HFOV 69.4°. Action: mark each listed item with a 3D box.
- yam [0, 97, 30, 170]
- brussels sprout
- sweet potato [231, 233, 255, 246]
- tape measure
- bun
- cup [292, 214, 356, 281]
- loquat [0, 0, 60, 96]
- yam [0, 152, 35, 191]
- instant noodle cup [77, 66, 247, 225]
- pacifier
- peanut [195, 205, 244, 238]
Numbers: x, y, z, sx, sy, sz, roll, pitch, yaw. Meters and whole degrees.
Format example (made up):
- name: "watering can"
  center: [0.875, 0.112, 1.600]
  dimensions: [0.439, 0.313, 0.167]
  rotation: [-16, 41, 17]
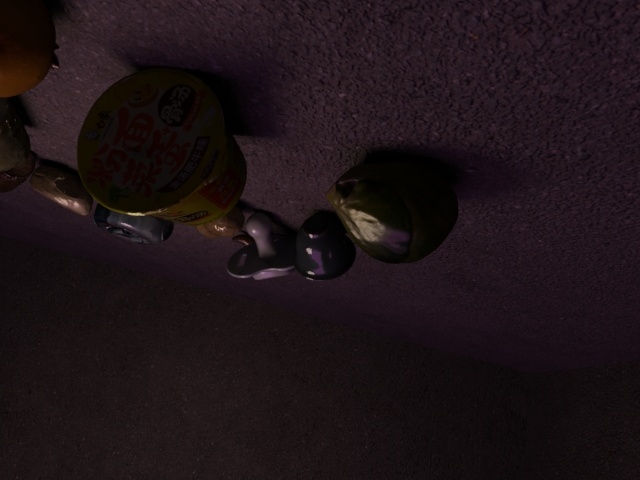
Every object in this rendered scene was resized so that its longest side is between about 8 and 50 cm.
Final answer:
- name: "yam"
  center: [-0.860, -0.288, 1.170]
  dimensions: [0.195, 0.195, 0.300]
  rotation: [21, 160, -16]
- name: "brussels sprout"
  center: [0.151, -0.068, 1.008]
  dimensions: [0.272, 0.210, 0.219]
  rotation: [29, 157, 6]
- name: "sweet potato"
  center: [-0.200, 0.026, 1.751]
  dimensions: [0.274, 0.067, 0.067]
  rotation: [17, 161, -11]
- name: "tape measure"
  center: [-0.693, -0.073, 1.722]
  dimensions: [0.257, 0.147, 0.275]
  rotation: [4, 159, 29]
- name: "bun"
  center: [-0.892, -0.183, 1.613]
  dimensions: [0.237, 0.116, 0.210]
  rotation: [24, 168, 22]
- name: "cup"
  center: [0.000, 0.000, 1.385]
  dimensions: [0.199, 0.199, 0.149]
  rotation: [9, 142, 19]
- name: "loquat"
  center: [-0.547, -0.343, 0.766]
  dimensions: [0.208, 0.207, 0.208]
  rotation: [14, 161, 5]
- name: "yam"
  center: [-1.070, -0.241, 1.577]
  dimensions: [0.131, 0.130, 0.280]
  rotation: [30, 155, -37]
- name: "instant noodle cup"
  center: [-0.297, -0.166, 0.962]
  dimensions: [0.312, 0.310, 0.221]
  rotation: [10, 170, 15]
- name: "pacifier"
  center: [-0.181, 0.006, 1.543]
  dimensions: [0.300, 0.244, 0.232]
  rotation: [-10, 124, 7]
- name: "peanut"
  center: [-0.341, -0.069, 1.521]
  dimensions: [0.124, 0.123, 0.257]
  rotation: [28, 164, -33]
